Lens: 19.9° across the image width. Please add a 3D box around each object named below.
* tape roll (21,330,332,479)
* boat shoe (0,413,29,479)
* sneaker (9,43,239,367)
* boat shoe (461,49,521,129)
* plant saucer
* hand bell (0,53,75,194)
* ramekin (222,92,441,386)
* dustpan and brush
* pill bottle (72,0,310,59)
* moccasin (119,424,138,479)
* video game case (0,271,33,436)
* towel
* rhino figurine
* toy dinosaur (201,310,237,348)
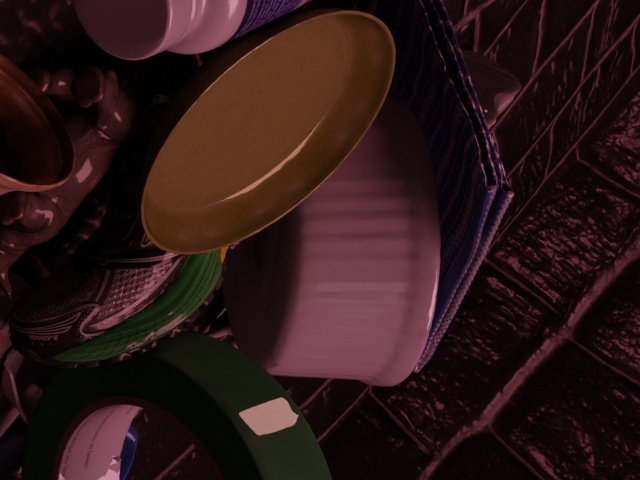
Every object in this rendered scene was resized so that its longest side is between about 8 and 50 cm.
[{"bbox_3d":[-0.122,0.239,1.527,0.077,0.321,0.321,-13,144,-47],"label":"tape roll"},{"bbox_3d":[-0.257,0.190,1.790,0.095,0.079,0.254,-58,165,28],"label":"boat shoe"},{"bbox_3d":[-0.136,-0.037,1.498,0.343,0.134,0.146,-48,129,-18],"label":"sneaker"},{"bbox_3d":[0.138,-0.139,2.096,0.103,0.118,0.320,-61,170,25],"label":"boat shoe"},{"bbox_3d":[-0.047,-0.089,1.381,0.241,0.037,0.241,-34,155,-18],"label":"plant saucer"},{"bbox_3d":[-0.282,-0.008,1.165,0.242,0.126,0.126,-42,171,24],"label":"hand bell"},{"bbox_3d":[0.000,0.000,1.694,0.135,0.277,0.277,-1,145,-19],"label":"ramekin"},{"bbox_3d":[-0.229,0.136,1.647,0.147,0.060,0.211,-45,166,-36],"label":"dustpan and brush"},{"bbox_3d":[-0.079,-0.189,1.242,0.186,0.112,0.112,-35,160,-49],"label":"pill bottle"},{"bbox_3d":[-0.307,0.330,1.897,0.342,0.138,0.117,-43,175,-14],"label":"moccasin"},{"bbox_3d":[-0.300,0.136,1.580,0.206,0.026,0.227,-52,168,-8],"label":"video game case"},{"bbox_3d":[0.083,-0.081,1.698,0.040,0.336,0.243,2,136,-19],"label":"towel"},{"bbox_3d":[-0.214,-0.035,1.321,0.243,0.073,0.106,-52,164,15],"label":"rhino figurine"},{"bbox_3d":[-0.022,0.028,2.025,0.160,0.121,0.313,-56,178,-41],"label":"toy dinosaur"}]
